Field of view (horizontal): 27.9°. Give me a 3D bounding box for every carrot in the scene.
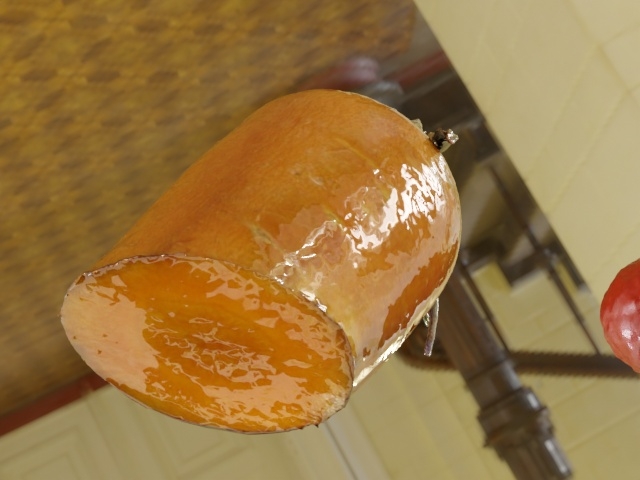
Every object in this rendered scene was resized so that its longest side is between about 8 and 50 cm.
[{"bbox_3d":[0.000,0.000,0.917,0.331,0.214,0.193,-51,166,-43],"label":"carrot"}]

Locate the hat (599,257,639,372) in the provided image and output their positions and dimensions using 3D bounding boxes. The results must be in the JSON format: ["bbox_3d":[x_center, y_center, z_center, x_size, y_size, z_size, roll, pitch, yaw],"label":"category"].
[{"bbox_3d":[0.389,0.123,1.165,0.242,0.332,0.274,-40,135,9],"label":"hat"}]
